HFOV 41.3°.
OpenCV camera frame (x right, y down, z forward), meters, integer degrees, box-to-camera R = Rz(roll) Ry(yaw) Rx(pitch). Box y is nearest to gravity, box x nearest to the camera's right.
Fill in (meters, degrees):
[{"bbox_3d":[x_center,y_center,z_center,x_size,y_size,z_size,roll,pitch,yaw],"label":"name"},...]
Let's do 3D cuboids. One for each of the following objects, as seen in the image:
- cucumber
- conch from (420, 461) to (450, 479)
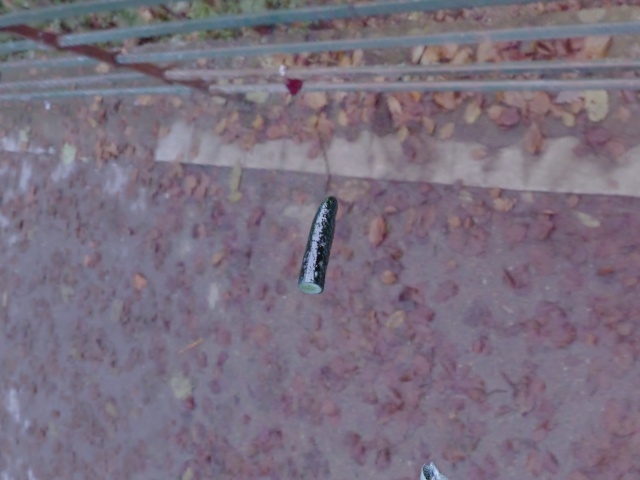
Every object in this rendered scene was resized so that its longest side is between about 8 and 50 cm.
[{"bbox_3d":[0.000,0.000,1.024,0.032,0.032,0.133,-15,51,39],"label":"cucumber"},{"bbox_3d":[0.246,0.531,1.846,0.085,0.076,0.057,45,116,31],"label":"conch"}]
